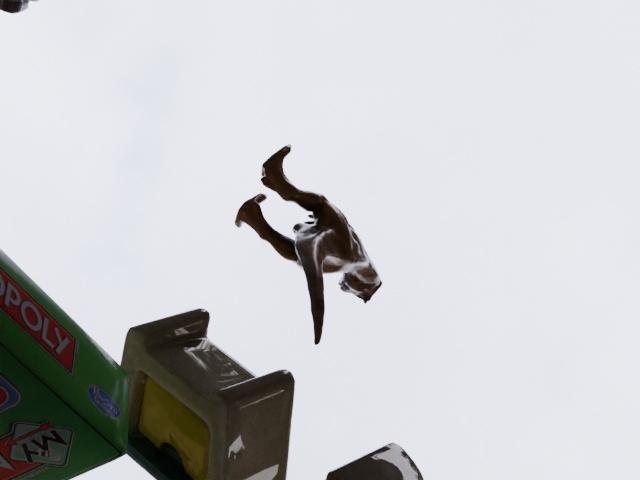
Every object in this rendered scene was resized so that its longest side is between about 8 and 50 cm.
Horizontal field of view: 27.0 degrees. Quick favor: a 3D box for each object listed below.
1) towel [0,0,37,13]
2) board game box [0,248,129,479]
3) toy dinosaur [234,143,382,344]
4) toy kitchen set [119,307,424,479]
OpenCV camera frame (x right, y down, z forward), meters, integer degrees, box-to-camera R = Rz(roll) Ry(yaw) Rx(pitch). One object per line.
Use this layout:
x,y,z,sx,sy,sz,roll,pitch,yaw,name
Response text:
-0.324,-0.330,1.072,0.284,0.121,0.235,20,-55,-1,towel
-0.261,0.066,0.489,0.317,0.046,0.213,-26,-51,16,board game box
0.000,0.000,0.802,0.112,0.211,0.064,40,-82,12,toy dinosaur
-0.083,0.134,0.512,0.166,0.207,0.122,32,-57,35,toy kitchen set
